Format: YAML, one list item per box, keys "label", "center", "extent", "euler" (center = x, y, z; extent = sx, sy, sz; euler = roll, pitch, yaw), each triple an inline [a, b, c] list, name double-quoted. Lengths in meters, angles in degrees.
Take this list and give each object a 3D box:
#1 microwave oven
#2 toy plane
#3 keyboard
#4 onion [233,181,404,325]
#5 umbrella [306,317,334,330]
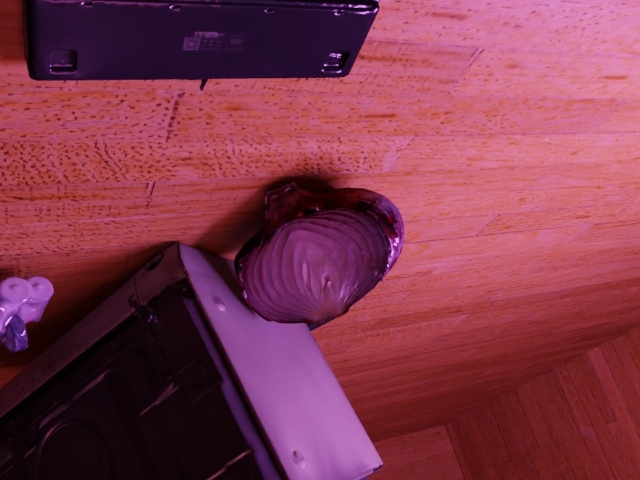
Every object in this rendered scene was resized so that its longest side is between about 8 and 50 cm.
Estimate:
- label: "microwave oven"
  center: [-0.192, 0.244, 0.792]
  extent: [0.394, 0.333, 0.247]
  euler: [-38, 156, 16]
- label: "toy plane"
  center: [-0.376, 0.090, 0.631]
  extent: [0.245, 0.117, 0.244]
  euler: [-31, 167, -8]
- label: "keyboard"
  center: [-0.074, -0.137, 0.447]
  extent: [0.230, 0.025, 0.093]
  euler: [-6, 152, -25]
- label: "onion"
  center: [0.000, 0.000, 0.719]
  extent: [0.206, 0.151, 0.098]
  euler: [-20, -167, 33]
- label: "umbrella"
  center: [-0.013, 0.127, 1.069]
  extent: [0.133, 0.031, 0.036]
  euler: [-29, -179, 23]
